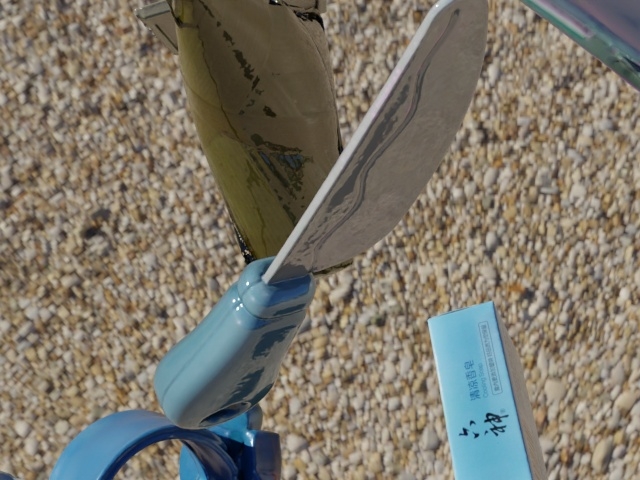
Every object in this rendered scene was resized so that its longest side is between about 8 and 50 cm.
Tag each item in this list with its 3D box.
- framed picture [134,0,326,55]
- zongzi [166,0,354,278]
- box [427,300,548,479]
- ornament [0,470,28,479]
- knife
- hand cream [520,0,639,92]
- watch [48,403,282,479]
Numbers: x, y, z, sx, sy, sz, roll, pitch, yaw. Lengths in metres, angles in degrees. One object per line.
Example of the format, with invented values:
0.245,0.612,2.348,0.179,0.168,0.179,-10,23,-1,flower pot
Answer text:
-0.092,-0.272,1.290,0.213,0.289,0.016,-16,92,1,framed picture
-0.052,-0.080,0.896,0.123,0.289,0.260,-10,93,11,zongzi
0.188,0.201,1.184,0.083,0.142,0.232,-19,51,14,box
-0.527,0.504,1.649,0.239,0.240,0.239,18,101,10,ornament
0.001,0.000,0.387,0.058,0.244,0.032,-4,57,-36,knife
0.033,-0.147,0.417,0.275,0.050,0.079,35,69,-3,hand cream
-0.194,0.305,1.379,0.274,0.241,0.305,1,88,-34,watch
